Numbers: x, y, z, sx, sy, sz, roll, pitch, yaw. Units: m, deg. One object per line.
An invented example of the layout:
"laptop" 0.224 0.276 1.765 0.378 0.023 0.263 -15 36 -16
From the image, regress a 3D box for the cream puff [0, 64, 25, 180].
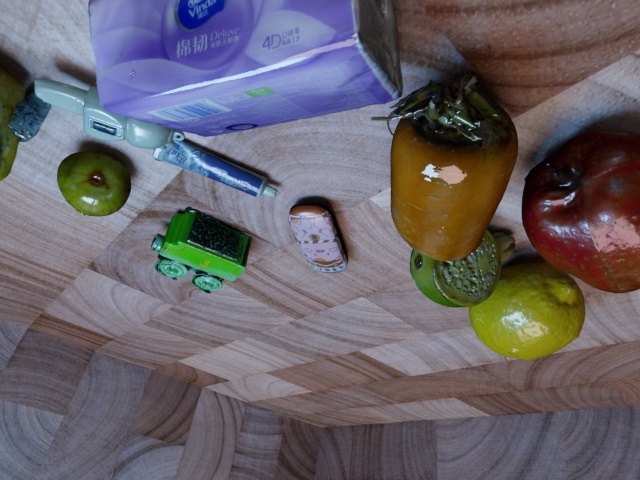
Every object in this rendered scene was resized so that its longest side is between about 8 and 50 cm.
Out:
"cream puff" -0.673 -0.221 0.698 0.274 0.270 0.323 -21 128 11

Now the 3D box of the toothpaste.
"toothpaste" -0.217 -0.152 0.893 0.268 0.047 0.069 23 157 -12

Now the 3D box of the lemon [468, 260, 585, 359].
"lemon" 0.491 0.167 1.013 0.233 0.234 0.288 21 142 -16

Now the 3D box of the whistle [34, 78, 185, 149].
"whistle" -0.375 -0.231 0.766 0.253 0.106 0.102 14 116 -19

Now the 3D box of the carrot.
"carrot" 0.206 -0.133 0.682 0.193 0.214 0.331 -28 150 -11

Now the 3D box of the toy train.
"toy train" -0.314 0.031 1.111 0.243 0.132 0.188 24 139 -24

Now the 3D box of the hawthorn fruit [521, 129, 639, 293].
"hawthorn fruit" 0.445 -0.054 0.674 0.300 0.254 0.254 18 147 -33

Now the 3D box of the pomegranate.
"pomegranate" 0.303 0.030 0.943 0.190 0.241 0.159 48 171 -14

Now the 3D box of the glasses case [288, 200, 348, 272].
"glasses case" 0.000 0.000 1.034 0.103 0.067 0.267 -1 144 18

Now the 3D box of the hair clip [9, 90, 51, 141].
"hair clip" -0.584 -0.254 0.843 0.229 0.036 0.066 -14 135 40

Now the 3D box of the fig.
"fig" -0.497 -0.122 0.944 0.142 0.148 0.186 3 -174 -14

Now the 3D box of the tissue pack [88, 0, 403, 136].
"tissue pack" -0.075 -0.248 0.547 0.338 0.160 0.242 -5 -175 20
